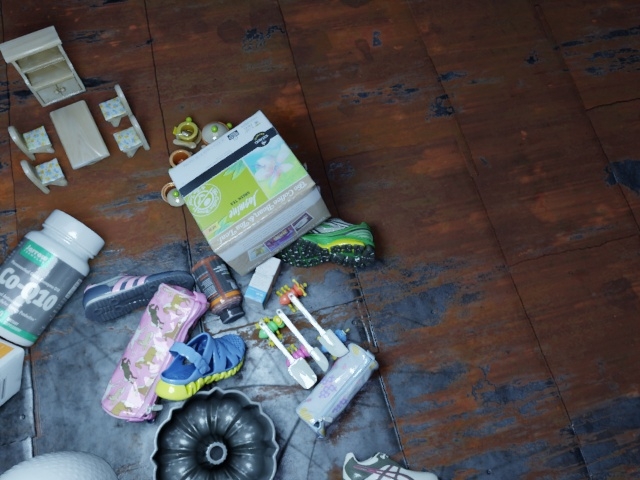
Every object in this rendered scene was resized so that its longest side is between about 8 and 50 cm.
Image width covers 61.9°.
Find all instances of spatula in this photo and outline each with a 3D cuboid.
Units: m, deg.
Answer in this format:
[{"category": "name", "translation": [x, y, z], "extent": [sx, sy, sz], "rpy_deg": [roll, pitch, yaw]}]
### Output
[{"category": "spatula", "translation": [-0.060, 0.284, 1.540], "extent": [0.168, 0.019, 0.242], "rpy_deg": [-43, 77, -2]}]

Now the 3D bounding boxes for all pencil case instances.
[{"category": "pencil case", "translation": [-0.454, 0.306, 1.486], "extent": [0.167, 0.160, 0.386], "rpy_deg": [23, 78, 2]}, {"category": "pencil case", "translation": [0.048, 0.423, 1.522], "extent": [0.113, 0.124, 0.273], "rpy_deg": [39, 72, 10]}]

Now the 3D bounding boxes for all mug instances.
[{"category": "mug", "translation": [-0.711, 0.661, 1.276], "extent": [0.374, 0.328, 0.276], "rpy_deg": [-6, 71, -6]}]

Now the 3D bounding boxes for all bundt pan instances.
[{"category": "bundt pan", "translation": [-0.284, 0.565, 1.424], "extent": [0.331, 0.124, 0.331], "rpy_deg": [6, 69, -17]}]

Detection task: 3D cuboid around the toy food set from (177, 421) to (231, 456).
[{"category": "toy food set", "translation": [-0.354, 0.556, 1.491], "extent": [0.192, 0.038, 0.132], "rpy_deg": [19, 70, 3]}]

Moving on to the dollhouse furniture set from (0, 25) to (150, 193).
[{"category": "dollhouse furniture set", "translation": [-0.809, -0.423, 1.690], "extent": [0.362, 0.256, 0.394], "rpy_deg": [-26, 74, -12]}]

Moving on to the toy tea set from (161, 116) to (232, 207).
[{"category": "toy tea set", "translation": [-0.406, -0.260, 1.730], "extent": [0.200, 0.124, 0.336], "rpy_deg": [8, 70, -1]}]

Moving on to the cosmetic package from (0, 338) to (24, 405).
[{"category": "cosmetic package", "translation": [-1.063, 0.316, 1.408], "extent": [0.453, 0.230, 0.161], "rpy_deg": [22, 114, 4]}]

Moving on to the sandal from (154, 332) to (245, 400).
[{"category": "sandal", "translation": [-0.310, 0.312, 1.452], "extent": [0.126, 0.317, 0.138], "rpy_deg": [13, 104, 23]}]

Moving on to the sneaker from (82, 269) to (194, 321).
[{"category": "sneaker", "translation": [-0.546, 0.132, 1.599], "extent": [0.319, 0.112, 0.131], "rpy_deg": [-14, 41, -20]}]

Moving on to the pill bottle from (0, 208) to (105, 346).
[{"category": "pill bottle", "translation": [-0.804, 0.102, 1.533], "extent": [0.204, 0.204, 0.361], "rpy_deg": [29, 72, 6]}]

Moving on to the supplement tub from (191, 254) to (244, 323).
[{"category": "supplement tub", "translation": [-0.304, 0.149, 1.603], "extent": [0.106, 0.106, 0.198], "rpy_deg": [-26, 74, -12]}]

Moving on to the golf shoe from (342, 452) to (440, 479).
[{"category": "golf shoe", "translation": [0.196, 0.642, 1.468], "extent": [0.273, 0.105, 0.120], "rpy_deg": [0, 63, -4]}]

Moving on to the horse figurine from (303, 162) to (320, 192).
[{"category": "horse figurine", "translation": [-0.131, -0.179, 1.753], "extent": [0.263, 0.066, 0.174], "rpy_deg": [-6, 66, -7]}]

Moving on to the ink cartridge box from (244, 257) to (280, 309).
[{"category": "ink cartridge box", "translation": [-0.167, 0.111, 1.626], "extent": [0.060, 0.104, 0.180], "rpy_deg": [21, 71, 4]}]

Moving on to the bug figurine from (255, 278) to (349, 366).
[{"category": "bug figurine", "translation": [-0.059, 0.263, 1.598], "extent": [0.216, 0.072, 0.279], "rpy_deg": [-41, 78, -16]}]

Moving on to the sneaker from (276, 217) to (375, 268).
[{"category": "sneaker", "translation": [0.000, 0.000, 1.683], "extent": [0.343, 0.134, 0.146], "rpy_deg": [5, 45, 2]}]

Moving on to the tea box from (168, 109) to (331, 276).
[{"category": "tea box", "translation": [-0.201, -0.134, 1.558], "extent": [0.329, 0.220, 0.323], "rpy_deg": [-35, 64, -2]}]
